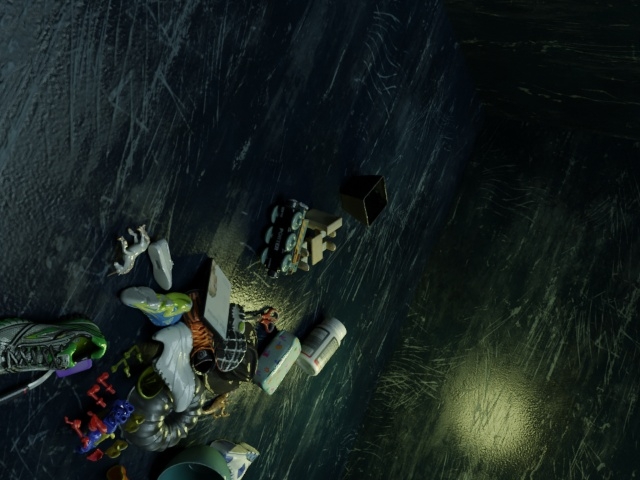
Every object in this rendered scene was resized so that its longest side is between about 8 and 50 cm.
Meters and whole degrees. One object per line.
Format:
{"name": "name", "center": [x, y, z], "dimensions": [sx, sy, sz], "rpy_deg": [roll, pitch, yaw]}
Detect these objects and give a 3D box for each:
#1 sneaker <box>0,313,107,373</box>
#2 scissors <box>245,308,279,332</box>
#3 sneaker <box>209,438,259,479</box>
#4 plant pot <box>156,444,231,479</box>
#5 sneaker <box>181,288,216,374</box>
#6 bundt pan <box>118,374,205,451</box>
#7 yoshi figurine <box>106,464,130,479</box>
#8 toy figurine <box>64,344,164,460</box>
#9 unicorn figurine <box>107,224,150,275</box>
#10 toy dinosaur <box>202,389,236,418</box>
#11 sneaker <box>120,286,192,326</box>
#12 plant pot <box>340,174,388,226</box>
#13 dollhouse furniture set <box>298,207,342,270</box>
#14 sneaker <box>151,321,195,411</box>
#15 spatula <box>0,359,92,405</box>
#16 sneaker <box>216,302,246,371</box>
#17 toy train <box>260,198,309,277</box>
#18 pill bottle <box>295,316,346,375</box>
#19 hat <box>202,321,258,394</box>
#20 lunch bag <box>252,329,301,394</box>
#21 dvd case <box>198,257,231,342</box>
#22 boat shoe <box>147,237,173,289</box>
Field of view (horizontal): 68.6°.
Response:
{"name": "sneaker", "center": [-0.720, 0.274, 1.211], "dimensions": [0.343, 0.146, 0.134], "rpy_deg": [-6, 113, -54]}
{"name": "scissors", "center": [-0.259, 0.327, 2.030], "dimensions": [0.297, 0.021, 0.109], "rpy_deg": [43, 65, -59]}
{"name": "sneaker", "center": [-0.407, 1.024, 2.132], "dimensions": [0.182, 0.127, 0.315], "rpy_deg": [-62, 149, -15]}
{"name": "plant pot", "center": [-0.485, 0.936, 1.869], "dimensions": [0.195, 0.289, 0.291], "rpy_deg": [-90, -169, -75]}
{"name": "sneaker", "center": [-0.415, 0.336, 1.648], "dimensions": [0.124, 0.180, 0.322], "rpy_deg": [-11, 122, -15]}
{"name": "bundt pan", "center": [-0.545, 0.608, 1.688], "dimensions": [0.330, 0.124, 0.331], "rpy_deg": [-33, 133, -44]}
{"name": "yoshi figurine", "center": [-0.697, 0.968, 1.673], "dimensions": [0.203, 0.203, 0.363], "rpy_deg": [-94, 167, -61]}
{"name": "toy figurine", "center": [-0.673, 0.529, 1.465], "dimensions": [0.191, 0.217, 0.363], "rpy_deg": [48, 26, -13]}
{"name": "unicorn figurine", "center": [-0.562, 0.030, 1.387], "dimensions": [0.162, 0.060, 0.111], "rpy_deg": [-39, 137, -38]}
{"name": "toy dinosaur", "center": [-0.439, 0.700, 1.976], "dimensions": [0.211, 0.064, 0.113], "rpy_deg": [-33, 116, -56]}
{"name": "sneaker", "center": [-0.538, 0.225, 1.510], "dimensions": [0.240, 0.091, 0.126], "rpy_deg": [17, 116, -40]}
{"name": "plant pot", "center": [0.206, -0.213, 2.303], "dimensions": [0.188, 0.166, 0.188], "rpy_deg": [-49, 143, -28]}
{"name": "dollhouse furniture set", "center": [0.000, 0.000, 2.120], "dimensions": [0.212, 0.160, 0.242], "rpy_deg": [-35, 135, -42]}
{"name": "sneaker", "center": [-0.495, 0.424, 1.558], "dimensions": [0.129, 0.110, 0.298], "rpy_deg": [-6, 90, -41]}
{"name": "spatula", "center": [-0.782, 0.387, 1.290], "dimensions": [0.296, 0.030, 0.084], "rpy_deg": [-28, 133, -46]}
{"name": "sneaker", "center": [-0.342, 0.376, 1.782], "dimensions": [0.118, 0.107, 0.279], "rpy_deg": [126, -24, -43]}
{"name": "toy train", "center": [-0.139, -0.008, 1.946], "dimensions": [0.190, 0.142, 0.335], "rpy_deg": [-3, 109, -69]}
{"name": "pill bottle", "center": [0.000, 0.541, 2.434], "dimensions": [0.283, 0.161, 0.161], "rpy_deg": [-46, 141, -33]}
{"name": "hat", "center": [-0.331, 0.492, 1.913], "dimensions": [0.331, 0.133, 0.332], "rpy_deg": [-24, 121, -48]}
{"name": "lunch bag", "center": [-0.208, 0.566, 2.172], "dimensions": [0.279, 0.107, 0.224], "rpy_deg": [-51, 158, -22]}
{"name": "dvd case", "center": [-0.372, 0.212, 1.679], "dimensions": [0.180, 0.022, 0.253], "rpy_deg": [68, 16, -48]}
{"name": "boat shoe", "center": [-0.503, 0.075, 1.507], "dimensions": [0.063, 0.066, 0.184], "rpy_deg": [-48, 141, -46]}
